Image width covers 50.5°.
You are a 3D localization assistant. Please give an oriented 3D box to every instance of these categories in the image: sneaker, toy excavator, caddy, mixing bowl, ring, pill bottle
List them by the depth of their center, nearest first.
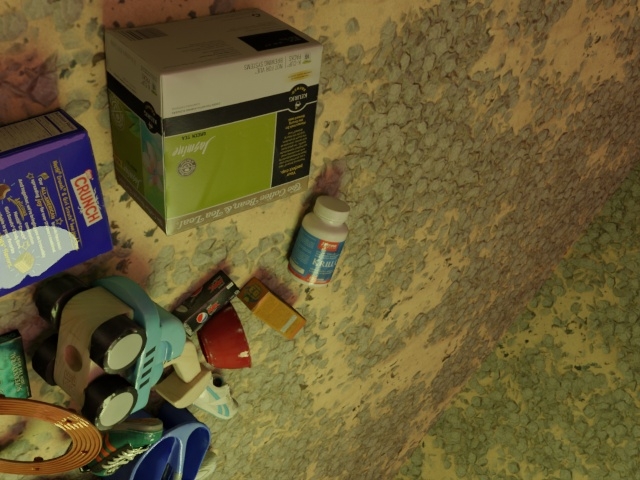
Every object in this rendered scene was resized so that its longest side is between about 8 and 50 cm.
[{"bbox_3d":[-0.629,0.406,1.416,0.337,0.032,0.336,-3,137,-3],"label":"ring"},{"bbox_3d":[-0.392,0.256,1.536,0.445,0.222,0.432,-20,133,-52],"label":"toy excavator"},{"bbox_3d":[-0.462,0.475,1.559,0.108,0.302,0.120,8,71,-48],"label":"sneaker"},{"bbox_3d":[-0.250,0.251,1.700,0.098,0.181,0.181,-19,135,-18],"label":"mixing bowl"},{"bbox_3d":[0.000,0.000,1.772,0.124,0.124,0.221,-8,127,-43],"label":"pill bottle"},{"bbox_3d":[-0.425,0.587,1.785,0.241,0.179,0.341,-5,125,-48],"label":"caddy"},{"bbox_3d":[-0.284,0.429,1.885,0.092,0.087,0.228,-50,146,-4],"label":"sneaker"},{"bbox_3d":[-0.405,0.694,1.989,0.237,0.085,0.086,-12,119,-39],"label":"sneaker"}]

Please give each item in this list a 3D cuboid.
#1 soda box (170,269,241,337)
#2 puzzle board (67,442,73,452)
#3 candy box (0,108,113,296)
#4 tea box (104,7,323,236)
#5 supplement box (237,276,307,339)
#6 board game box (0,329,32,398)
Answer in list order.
[{"bbox_3d":[-0.281,0.153,1.662,0.169,0.060,0.053,-42,137,-12],"label":"soda box"},{"bbox_3d":[-0.578,0.521,1.719,0.128,0.011,0.096,21,107,-52],"label":"puzzle board"},{"bbox_3d":[-0.541,-0.049,1.161,0.317,0.122,0.268,-25,136,-29],"label":"candy box"},{"bbox_3d":[-0.199,-0.230,1.278,0.329,0.220,0.323,-21,134,-34],"label":"tea box"},{"bbox_3d":[-0.129,0.187,1.841,0.080,0.078,0.233,-49,145,-2],"label":"supplement box"},{"bbox_3d":[-0.670,0.278,1.394,0.126,0.026,0.186,-21,135,-35],"label":"board game box"}]
